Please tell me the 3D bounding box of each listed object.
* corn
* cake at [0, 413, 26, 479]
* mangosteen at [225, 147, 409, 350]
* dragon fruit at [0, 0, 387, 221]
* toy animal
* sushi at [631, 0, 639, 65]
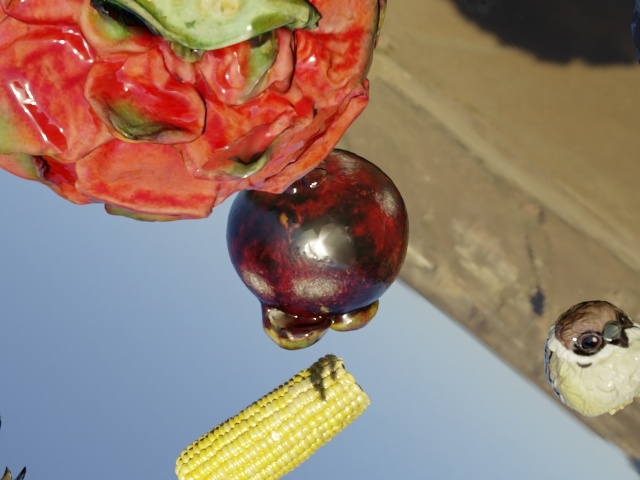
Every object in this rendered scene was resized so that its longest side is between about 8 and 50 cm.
[{"bbox_3d":[-0.056,0.228,1.482,0.093,0.244,0.093,56,-176,-6],"label":"corn"},{"bbox_3d":[-0.442,0.196,1.191,0.321,0.332,0.332,22,-173,-11],"label":"cake"},{"bbox_3d":[0.000,0.000,1.358,0.210,0.210,0.210,39,-177,-3],"label":"mangosteen"},{"bbox_3d":[-0.087,-0.131,0.619,0.234,0.234,0.293,36,-179,-36],"label":"dragon fruit"},{"bbox_3d":[0.229,0.101,1.090,0.098,0.098,0.137,39,158,-3],"label":"toy animal"},{"bbox_3d":[0.279,-0.153,0.941,0.056,0.083,0.085,37,147,57],"label":"sushi"}]
